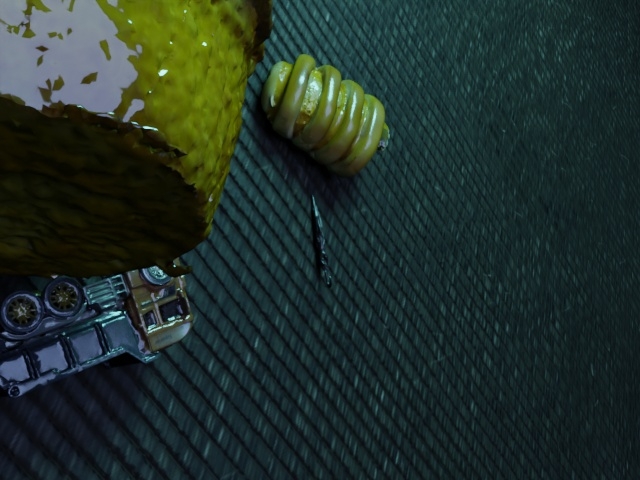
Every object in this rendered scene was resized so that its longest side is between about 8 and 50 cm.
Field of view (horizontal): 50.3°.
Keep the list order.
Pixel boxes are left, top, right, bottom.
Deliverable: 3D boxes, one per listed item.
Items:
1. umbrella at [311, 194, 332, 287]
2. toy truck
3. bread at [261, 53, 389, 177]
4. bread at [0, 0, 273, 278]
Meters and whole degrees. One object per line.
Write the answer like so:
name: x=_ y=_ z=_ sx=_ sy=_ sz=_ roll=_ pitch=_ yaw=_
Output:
umbrella: x=-0.001 y=0.001 z=0.839 sx=0.013 sy=0.022 sz=0.122 roll=-4 pitch=68 yaw=-17
toy truck: x=-0.203 y=0.075 z=0.586 sx=0.192 sy=0.083 sz=0.092 roll=-20 pitch=91 yaw=-43
bread: x=0.009 y=-0.157 z=0.852 sx=0.177 sy=0.084 sz=0.119 roll=29 pitch=58 yaw=-28
bread: x=-0.235 y=-0.119 z=0.420 sx=0.398 sy=0.398 sz=0.215 roll=18 pitch=65 yaw=-37
